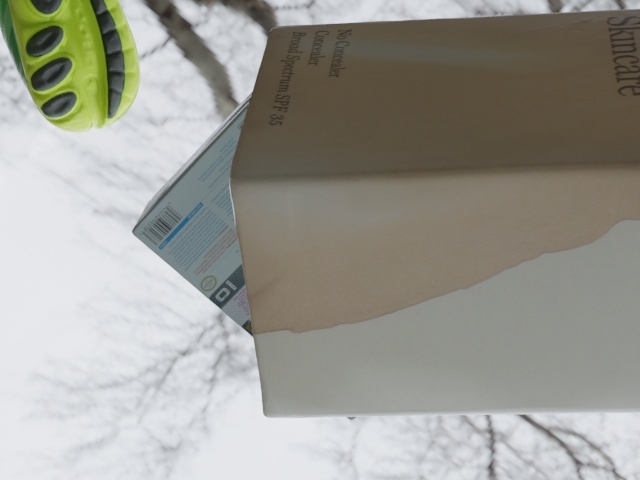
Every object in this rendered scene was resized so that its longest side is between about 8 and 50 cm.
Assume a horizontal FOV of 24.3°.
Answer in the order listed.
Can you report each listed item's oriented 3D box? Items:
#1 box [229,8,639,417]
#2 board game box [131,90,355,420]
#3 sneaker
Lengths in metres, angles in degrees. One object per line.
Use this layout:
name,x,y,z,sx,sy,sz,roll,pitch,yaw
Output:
box,0.129,-0.015,0.617,0.311,0.121,0.148,-3,-148,7
board game box,0.000,0.000,1.502,0.224,0.303,0.097,-44,-170,18
sneaker,-0.200,-0.224,1.042,0.123,0.109,0.296,23,-60,61
